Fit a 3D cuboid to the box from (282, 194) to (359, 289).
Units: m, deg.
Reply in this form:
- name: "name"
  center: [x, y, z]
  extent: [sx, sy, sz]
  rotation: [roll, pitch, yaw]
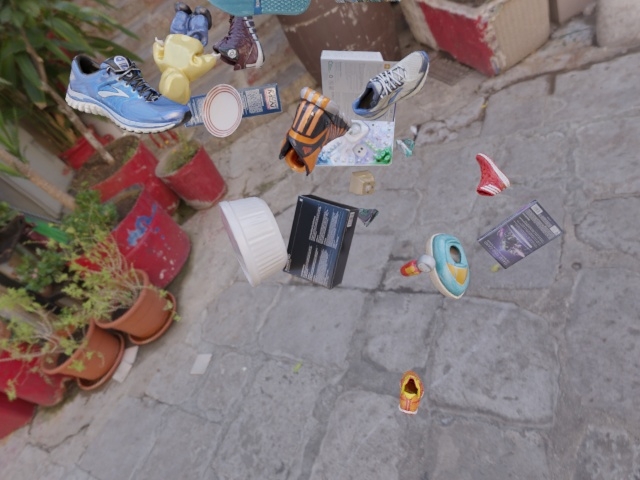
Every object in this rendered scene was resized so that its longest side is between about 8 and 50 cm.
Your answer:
- name: "box"
  center: [0.000, 0.000, 1.338]
  extent: [0.184, 0.103, 0.261]
  rotation: [19, 104, 21]

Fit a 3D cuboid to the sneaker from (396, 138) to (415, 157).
- name: "sneaker"
  center: [0.396, -0.427, 1.874]
  extent: [0.076, 0.065, 0.166]
  rotation: [-17, 32, 3]

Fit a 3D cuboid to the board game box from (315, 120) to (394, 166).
- name: "board game box"
  center: [0.166, -0.552, 2.050]
  extent: [0.390, 0.050, 0.390]
  rotation: [2, 72, 15]

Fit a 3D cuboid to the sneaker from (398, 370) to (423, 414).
- name: "sneaker"
  center: [0.231, 0.365, 1.036]
  extent: [0.064, 0.067, 0.175]
  rotation: [10, 10, 10]

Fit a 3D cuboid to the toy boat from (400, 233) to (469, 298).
- name: "toy boat"
  center: [0.462, 0.095, 1.593]
  extent: [0.148, 0.318, 0.267]
  rotation: [-32, 65, 52]

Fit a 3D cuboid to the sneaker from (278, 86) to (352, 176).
- name: "sneaker"
  center: [-0.023, -0.257, 1.029]
  extent: [0.124, 0.321, 0.180]
  rotation: [31, 103, 9]

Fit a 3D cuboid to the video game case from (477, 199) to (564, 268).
- name: "video game case"
  center: [0.826, -0.019, 1.719]
  extent: [0.274, 0.196, 0.026]
  rotation: [-40, 19, 27]

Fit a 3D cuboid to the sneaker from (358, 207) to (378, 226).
- name: "sneaker"
  center: [0.240, -0.137, 2.209]
  extent: [0.083, 0.098, 0.224]
  rotation: [-46, -5, -12]

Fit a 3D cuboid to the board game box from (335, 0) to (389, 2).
- name: "board game box"
  center: [0.072, -0.732, 1.066]
  extent: [0.097, 0.224, 0.303]
  rotation: [-57, 40, 6]

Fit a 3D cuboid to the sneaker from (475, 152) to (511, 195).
- name: "sneaker"
  center: [0.719, -0.285, 1.828]
  extent: [0.128, 0.087, 0.221]
  rotation: [-36, 49, 13]

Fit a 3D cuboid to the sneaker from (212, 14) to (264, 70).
- name: "sneaker"
  center: [-0.314, -0.737, 1.457]
  extent: [0.162, 0.281, 0.106]
  rotation: [-21, 11, -10]

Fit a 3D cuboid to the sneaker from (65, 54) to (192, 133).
- name: "sneaker"
  center: [-0.468, -0.359, 1.001]
  extent: [0.330, 0.147, 0.130]
  rotation: [19, 32, 5]

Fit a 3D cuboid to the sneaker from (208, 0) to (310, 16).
- name: "sneaker"
  center: [-0.196, -0.764, 1.274]
  extent: [0.319, 0.127, 0.208]
  rotation: [3, 35, -11]

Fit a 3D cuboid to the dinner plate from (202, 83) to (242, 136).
- name: "dinner plate"
  center: [-0.268, -0.357, 1.145]
  extent: [0.141, 0.141, 0.017]
  rotation: [-10, 2, 28]

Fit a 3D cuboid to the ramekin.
- name: "ramekin"
  center: [-0.197, -0.005, 1.244]
  extent: [0.127, 0.273, 0.273]
  rotation: [-22, 36, -15]

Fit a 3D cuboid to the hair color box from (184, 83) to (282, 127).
- name: "hair color box"
  center: [-0.330, -0.495, 1.525]
  extent: [0.347, 0.105, 0.174]
  rotation: [-13, 19, -11]

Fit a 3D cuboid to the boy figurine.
- name: "boy figurine"
  center: [-0.359, -0.488, 1.109]
  extent: [0.177, 0.092, 0.285]
  rotation: [7, 77, -4]

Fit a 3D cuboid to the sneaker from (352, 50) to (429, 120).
- name: "sneaker"
  center: [0.101, -0.226, 0.615]
  extent: [0.135, 0.058, 0.052]
  rotation: [-37, 75, 40]

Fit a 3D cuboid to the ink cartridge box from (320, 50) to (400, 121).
- name: "ink cartridge box"
  center: [0.173, -0.666, 1.812]
  extent: [0.330, 0.324, 0.071]
  rotation: [5, 60, 6]

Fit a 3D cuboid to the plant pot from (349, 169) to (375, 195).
- name: "plant pot"
  center: [0.218, -0.283, 2.093]
  extent: [0.109, 0.109, 0.096]
  rotation: [-12, 34, -25]
